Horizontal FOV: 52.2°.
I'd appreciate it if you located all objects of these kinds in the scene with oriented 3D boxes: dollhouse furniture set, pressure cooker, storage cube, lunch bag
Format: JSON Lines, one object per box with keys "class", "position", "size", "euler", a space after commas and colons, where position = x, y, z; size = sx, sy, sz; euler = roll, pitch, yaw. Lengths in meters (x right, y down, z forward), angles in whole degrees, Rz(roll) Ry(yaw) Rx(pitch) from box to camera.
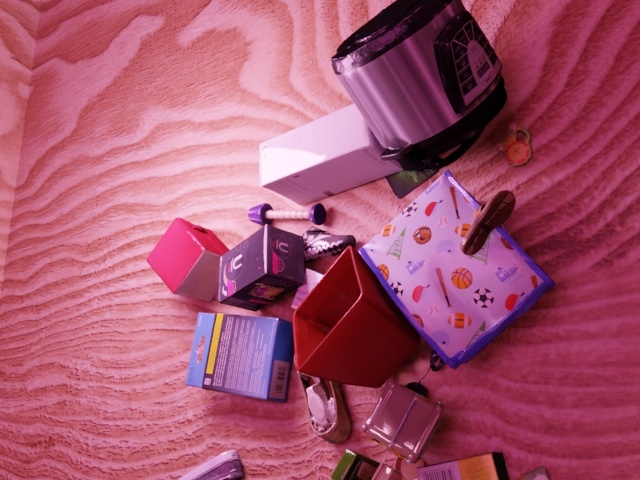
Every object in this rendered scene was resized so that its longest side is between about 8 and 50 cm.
{"class": "dollhouse furniture set", "position": [0.199, 0.527, 1.623], "size": [0.197, 0.151, 0.301], "euler": [18, 73, 51]}
{"class": "pressure cooker", "position": [0.279, -0.405, 1.708], "size": [0.370, 0.420, 0.375], "euler": [-29, 21, 17]}
{"class": "storage cube", "position": [-0.427, 0.070, 2.189], "size": [0.193, 0.183, 0.215], "euler": [41, 99, 35]}
{"class": "lunch bag", "position": [0.342, 0.082, 1.625], "size": [0.328, 0.239, 0.385], "euler": [-45, 49, 12]}
{"class": "dollhouse furniture set", "position": [0.496, 0.589, 1.463], "size": [0.076, 0.058, 0.151], "euler": [-34, 59, 21]}

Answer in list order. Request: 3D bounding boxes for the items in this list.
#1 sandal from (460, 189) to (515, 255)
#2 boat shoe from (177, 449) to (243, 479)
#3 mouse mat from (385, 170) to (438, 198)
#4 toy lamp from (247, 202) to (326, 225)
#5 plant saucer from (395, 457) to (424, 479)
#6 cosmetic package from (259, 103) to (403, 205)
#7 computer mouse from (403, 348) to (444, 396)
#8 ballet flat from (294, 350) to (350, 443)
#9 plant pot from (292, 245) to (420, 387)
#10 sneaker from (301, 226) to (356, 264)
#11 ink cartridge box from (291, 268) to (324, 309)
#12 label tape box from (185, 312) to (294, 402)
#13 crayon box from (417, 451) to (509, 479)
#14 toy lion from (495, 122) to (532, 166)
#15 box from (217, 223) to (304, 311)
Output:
{"class": "sandal", "position": [0.374, -0.046, 1.495], "size": [0.180, 0.072, 0.049], "euler": [-52, 34, 0]}
{"class": "boat shoe", "position": [-0.354, 0.752, 1.975], "size": [0.301, 0.108, 0.102], "euler": [-35, 57, 13]}
{"class": "mouse mat", "position": [0.250, -0.233, 1.929], "size": [0.152, 0.007, 0.189], "euler": [-37, 57, 20]}
{"class": "toy lamp", "position": [-0.115, -0.084, 2.089], "size": [0.275, 0.080, 0.080], "euler": [-1, 75, 34]}
{"class": "plant saucer", "position": [0.232, 0.582, 1.674], "size": [0.083, 0.015, 0.083], "euler": [-11, 70, 31]}
{"class": "cosmetic package", "position": [0.029, -0.251, 1.956], "size": [0.385, 0.217, 0.156], "euler": [-16, 66, 33]}
{"class": "computer mouse", "position": [0.270, 0.370, 1.709], "size": [0.242, 0.041, 0.071], "euler": [-57, 36, 0]}
{"class": "ballet flat", "position": [-0.011, 0.399, 1.839], "size": [0.123, 0.123, 0.348], "euler": [-32, 59, 22]}
{"class": "plant pot", "position": [0.102, 0.225, 1.697], "size": [0.267, 0.236, 0.267], "euler": [-51, 19, 18]}
{"class": "sneaker", "position": [0.000, 0.000, 1.982], "size": [0.234, 0.078, 0.106], "euler": [-17, 69, 32]}
{"class": "ink cartridge box", "position": [-0.011, 0.170, 1.927], "size": [0.092, 0.090, 0.143], "euler": [19, 86, 37]}
{"class": "label tape box", "position": [-0.245, 0.355, 2.020], "size": [0.334, 0.106, 0.240], "euler": [0, 75, 36]}
{"class": "crayon box", "position": [0.359, 0.674, 1.517], "size": [0.202, 0.081, 0.318], "euler": [-22, 63, 27]}
{"class": "toy lion", "position": [0.523, -0.249, 1.734], "size": [0.096, 0.034, 0.100], "euler": [36, 96, 30]}
{"class": "box", "position": [-0.183, 0.090, 1.983], "size": [0.270, 0.143, 0.165], "euler": [-32, 50, 42]}
